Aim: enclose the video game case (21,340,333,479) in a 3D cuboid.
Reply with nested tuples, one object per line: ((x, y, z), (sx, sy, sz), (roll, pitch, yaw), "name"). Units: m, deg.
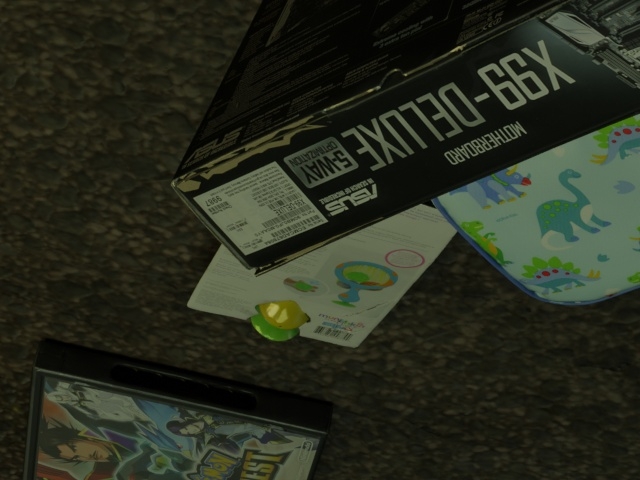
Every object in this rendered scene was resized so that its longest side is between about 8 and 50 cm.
((-0.134, 0.198, 1.670), (0.248, 0.035, 0.275), (13, 144, -2), "video game case")

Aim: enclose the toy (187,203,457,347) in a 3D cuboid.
((0.000, 0.000, 1.357), (0.137, 0.056, 0.237), (15, 148, -11), "toy")

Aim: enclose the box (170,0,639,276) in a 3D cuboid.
((0.085, -0.131, 0.998), (0.307, 0.242, 0.076), (-23, 120, 36), "box")

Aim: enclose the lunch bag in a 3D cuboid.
((0.188, -0.053, 1.208), (0.219, 0.090, 0.176), (-21, 134, 36), "lunch bag")
